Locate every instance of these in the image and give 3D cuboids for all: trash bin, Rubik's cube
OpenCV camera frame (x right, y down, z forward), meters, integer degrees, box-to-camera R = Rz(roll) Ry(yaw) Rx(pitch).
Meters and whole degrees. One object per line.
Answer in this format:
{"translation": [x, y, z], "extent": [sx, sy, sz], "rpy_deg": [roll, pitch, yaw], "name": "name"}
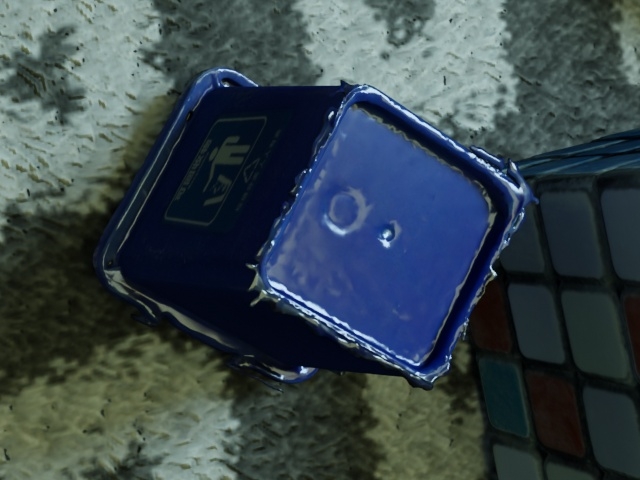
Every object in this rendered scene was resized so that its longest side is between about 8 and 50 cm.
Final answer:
{"translation": [0.000, 0.000, 0.668], "extent": [0.184, 0.234, 0.162], "rpy_deg": [30, 79, -21], "name": "trash bin"}
{"translation": [0.262, 0.051, 0.774], "extent": [0.256, 0.259, 0.253], "rpy_deg": [-15, 96, -23], "name": "Rubik's cube"}
